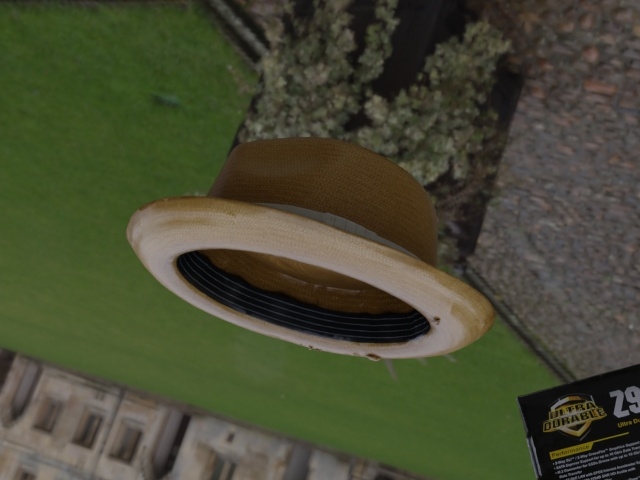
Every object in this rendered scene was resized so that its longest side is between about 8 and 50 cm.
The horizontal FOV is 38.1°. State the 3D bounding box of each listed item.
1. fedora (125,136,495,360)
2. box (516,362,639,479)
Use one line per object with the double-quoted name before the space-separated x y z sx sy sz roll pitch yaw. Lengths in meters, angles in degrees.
"fedora" 0.000 0.000 0.487 0.194 0.079 0.194 12 157 5
"box" 0.373 0.233 0.874 0.321 0.257 0.079 -19 140 14
